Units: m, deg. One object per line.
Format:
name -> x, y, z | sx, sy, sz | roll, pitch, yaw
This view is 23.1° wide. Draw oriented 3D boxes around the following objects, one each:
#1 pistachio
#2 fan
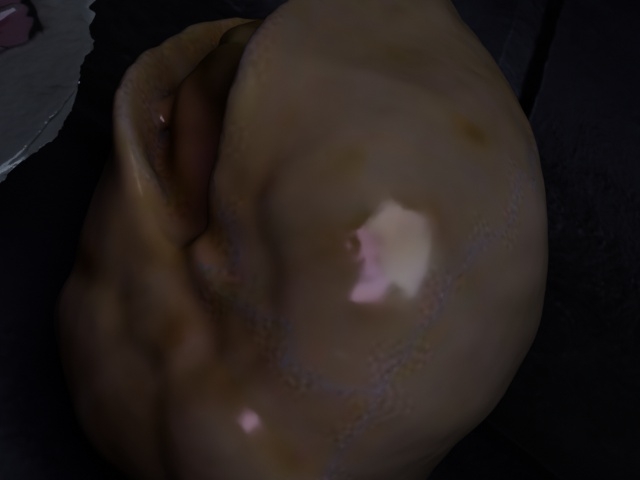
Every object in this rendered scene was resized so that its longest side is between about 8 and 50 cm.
pistachio -> 0.000, 0.000, 0.749 | 0.238, 0.229, 0.321 | 61, 30, -34
fan -> -0.136, -0.111, 0.740 | 0.310, 0.010, 0.182 | -31, 54, -25
